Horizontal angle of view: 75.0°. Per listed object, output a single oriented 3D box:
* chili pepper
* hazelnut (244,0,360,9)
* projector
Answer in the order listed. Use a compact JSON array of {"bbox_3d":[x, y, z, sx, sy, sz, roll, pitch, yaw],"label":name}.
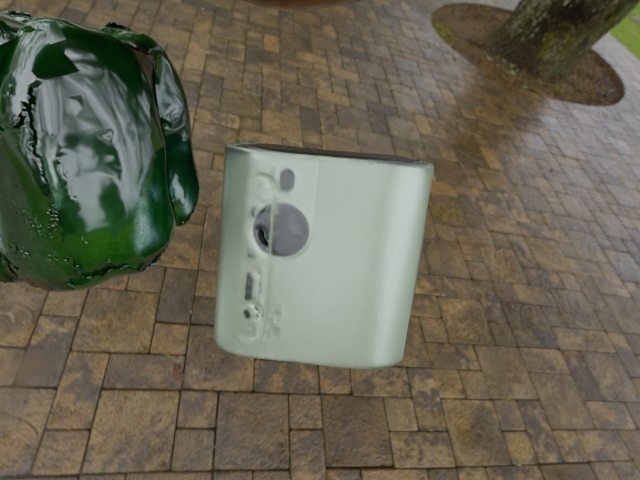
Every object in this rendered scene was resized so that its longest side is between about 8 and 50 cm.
[{"bbox_3d":[-0.253,-0.094,0.430,0.234,0.256,0.248,0,28,-8],"label":"chili pepper"},{"bbox_3d":[-0.005,-0.424,0.411,0.410,0.359,0.359,-15,58,-18],"label":"hazelnut"},{"bbox_3d":[0.000,0.000,0.574,0.249,0.248,0.248,6,14,0],"label":"projector"}]
